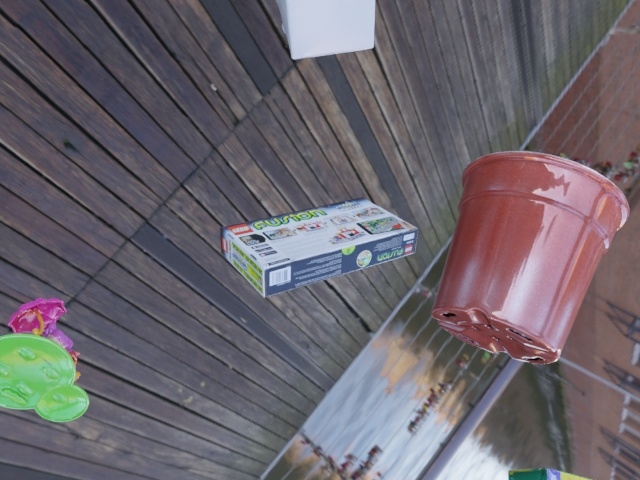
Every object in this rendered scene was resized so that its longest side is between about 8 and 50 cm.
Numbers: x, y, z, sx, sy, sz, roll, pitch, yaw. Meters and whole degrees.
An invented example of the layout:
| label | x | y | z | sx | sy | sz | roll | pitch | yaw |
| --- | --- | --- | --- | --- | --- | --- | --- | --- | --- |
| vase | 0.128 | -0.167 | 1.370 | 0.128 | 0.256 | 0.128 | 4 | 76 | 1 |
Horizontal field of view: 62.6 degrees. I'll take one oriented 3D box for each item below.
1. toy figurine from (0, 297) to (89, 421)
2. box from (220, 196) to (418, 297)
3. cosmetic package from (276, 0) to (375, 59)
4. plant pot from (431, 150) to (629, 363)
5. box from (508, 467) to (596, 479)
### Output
| label | x | y | z | sx | sy | sz | roll | pitch | yaw |
| --- | --- | --- | --- | --- | --- | --- | --- | --- | --- |
| toy figurine | -0.407 | 0.158 | 0.783 | 0.130 | 0.159 | 0.173 | -32 | 121 | 4 |
| box | 0.000 | 0.000 | 0.623 | 0.207 | 0.114 | 0.036 | -14 | 121 | -29 |
| cosmetic package | -0.006 | -0.507 | 0.810 | 0.156 | 0.217 | 0.385 | -11 | 146 | -3 |
| plant pot | 0.322 | 0.041 | 0.865 | 0.272 | 0.272 | 0.265 | 47 | 63 | -51 |
| box | 0.207 | 0.220 | 0.339 | 0.179 | 0.043 | 0.105 | 19 | 60 | -15 |
